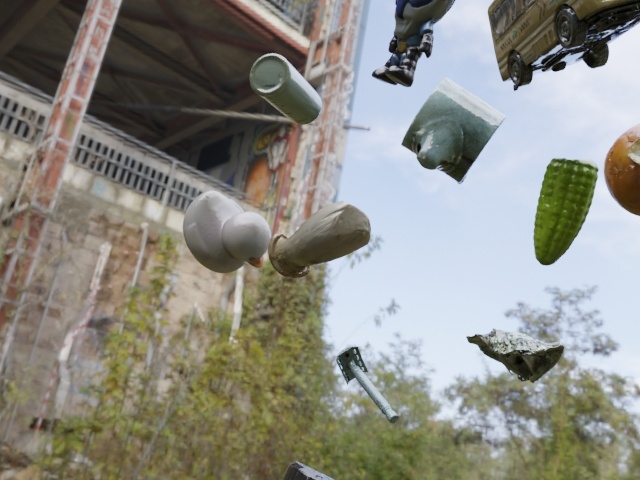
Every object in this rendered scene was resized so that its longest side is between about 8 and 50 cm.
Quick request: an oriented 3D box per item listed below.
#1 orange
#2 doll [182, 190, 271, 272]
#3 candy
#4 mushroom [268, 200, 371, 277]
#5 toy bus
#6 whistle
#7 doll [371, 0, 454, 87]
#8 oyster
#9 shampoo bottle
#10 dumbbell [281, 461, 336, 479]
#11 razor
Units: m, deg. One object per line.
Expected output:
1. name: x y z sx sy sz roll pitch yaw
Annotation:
1. orange: 0.821 -0.173 1.654 0.240 0.239 0.240 8 -20 3
2. doll: -0.241 -0.025 1.802 0.251 0.221 0.221 57 -33 -5
3. candy: 0.445 -0.053 1.249 0.097 0.209 0.097 15 5 -1
4. mushroom: 0.000 -0.001 1.179 0.097 0.088 0.213 22 -43 -39
5. toy bus: 0.410 -0.390 1.106 0.177 0.201 0.365 -15 -1 -5
6. whistle: 0.324 -0.261 1.610 0.168 0.188 0.405 35 18 8
7. doll: 0.113 -0.261 0.720 0.070 0.195 0.096 18 9 -28
8. oyster: 0.399 0.235 1.432 0.199 0.087 0.252 37 -17 26
9. shampoo bottle: -0.058 -0.298 1.387 0.085 0.085 0.262 3 -5 18
10. dumbbell: -0.051 0.715 1.600 0.204 0.322 0.203 24 -16 7
11. razor: 0.125 0.366 1.657 0.232 0.068 0.106 45 -17 52
